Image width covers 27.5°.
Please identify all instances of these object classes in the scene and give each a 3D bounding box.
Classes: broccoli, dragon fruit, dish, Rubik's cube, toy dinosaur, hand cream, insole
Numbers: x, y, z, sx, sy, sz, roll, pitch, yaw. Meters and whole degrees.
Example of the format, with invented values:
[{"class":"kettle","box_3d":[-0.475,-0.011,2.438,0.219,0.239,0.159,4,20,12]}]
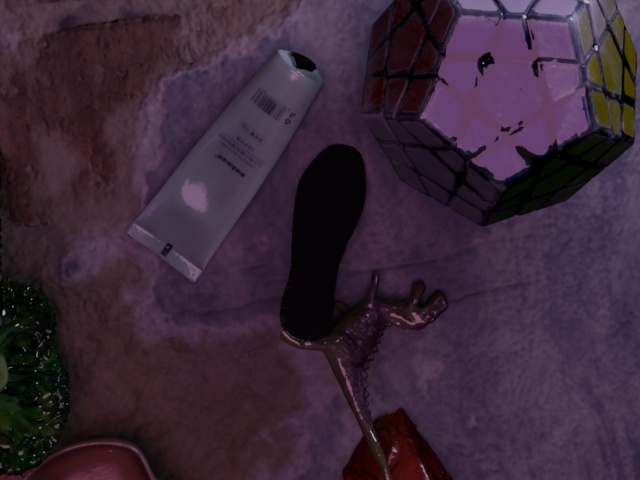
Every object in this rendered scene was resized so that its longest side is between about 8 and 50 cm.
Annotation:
[{"class":"broccoli","box_3d":[-0.429,0.168,1.573,0.297,0.297,0.298,4,81,-27]},{"class":"dragon fruit","box_3d":[0.104,0.404,1.647,0.205,0.152,0.317,-34,97,11]},{"class":"dish","box_3d":[-0.280,0.344,1.691,0.213,0.090,0.213,0,100,1]},{"class":"Rubik's cube","box_3d":[0.202,-0.176,1.471,0.319,0.264,0.319,1,101,3]},{"class":"toy dinosaur","box_3d":[0.045,0.147,1.609,0.199,0.072,0.251,23,63,0]},{"class":"hand cream","box_3d":[-0.111,-0.097,1.617,0.109,0.067,0.321,36,105,-5]},{"class":"insole","box_3d":[0.000,0.000,1.597,0.086,0.005,0.253,14,76,-5]}]

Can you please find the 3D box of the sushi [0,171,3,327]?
[{"class":"sushi","box_3d":[-0.527,0.057,1.524,0.343,0.359,0.064,-31,126,10]}]
